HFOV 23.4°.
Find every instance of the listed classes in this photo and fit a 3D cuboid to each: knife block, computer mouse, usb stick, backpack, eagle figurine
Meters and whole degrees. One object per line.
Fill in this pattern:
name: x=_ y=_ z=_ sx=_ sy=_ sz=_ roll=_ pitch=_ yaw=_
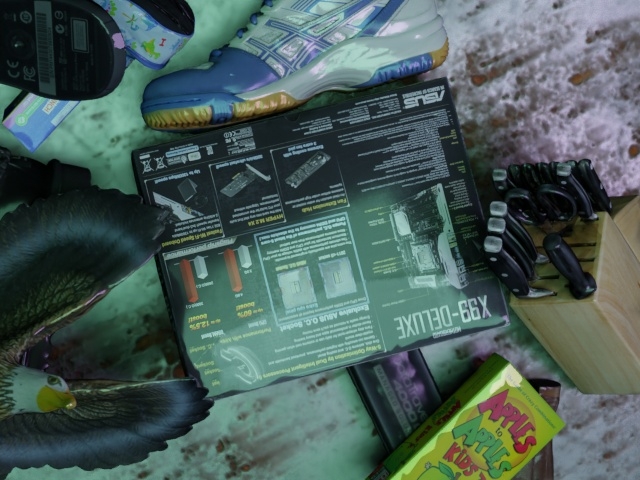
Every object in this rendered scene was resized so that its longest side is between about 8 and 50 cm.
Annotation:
knife block: x=0.233 y=0.051 z=1.446 sx=0.088 sy=0.242 sz=0.276 roll=-3 pitch=105 yaw=30
computer mouse: x=-0.281 y=-0.214 z=1.292 sx=0.262 sy=0.060 sz=0.184 roll=5 pitch=118 yaw=16
usb stick: x=0.077 y=0.148 z=1.535 sx=0.077 sy=0.045 sz=0.278 roll=-28 pitch=104 yaw=-11
backpack: x=-0.175 y=-0.204 z=1.392 sx=0.114 sy=0.105 sz=0.084 roll=34 pitch=116 yaw=-17
eagle figurine: x=-0.255 y=0.107 z=1.285 sx=0.225 sy=0.298 sz=0.226 roll=40 pitch=128 yaw=23

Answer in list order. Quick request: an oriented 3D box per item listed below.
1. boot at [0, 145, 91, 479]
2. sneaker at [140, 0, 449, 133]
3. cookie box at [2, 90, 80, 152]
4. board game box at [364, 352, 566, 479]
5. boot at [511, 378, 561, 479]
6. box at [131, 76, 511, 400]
boot: x=-0.373 y=0.053 z=1.384 sx=0.260 sy=0.131 sz=0.348 roll=15 pitch=87 yaw=-20
sneaker: x=-0.034 y=-0.185 z=1.429 sx=0.296 sy=0.112 sz=0.131 roll=-17 pitch=94 yaw=-15
cookie box: x=-0.242 y=-0.131 z=1.388 sx=0.040 sy=0.107 sz=0.092 roll=43 pitch=90 yaw=-15
board game box: x=0.142 y=0.208 z=1.513 sx=0.181 sy=0.043 sz=0.092 roll=-44 pitch=106 yaw=-4
boot: x=0.192 y=0.199 z=1.573 sx=0.106 sy=0.037 sz=0.114 roll=3 pitch=105 yaw=-9
box: x=0.000 y=0.000 z=1.442 sx=0.307 sy=0.076 sz=0.242 roll=-15 pitch=87 yaw=-8
